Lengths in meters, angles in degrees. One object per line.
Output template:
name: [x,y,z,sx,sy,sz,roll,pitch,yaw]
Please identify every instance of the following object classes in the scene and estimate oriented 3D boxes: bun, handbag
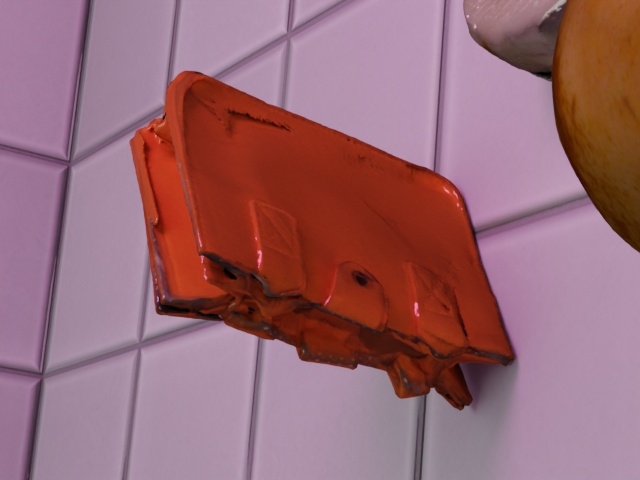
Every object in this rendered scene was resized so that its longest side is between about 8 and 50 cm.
bun: [0.258,-0.271,1.669,0.239,0.141,0.239,-36,43,43]
handbag: [0.000,0.000,1.725,0.116,0.410,0.303,-48,39,30]

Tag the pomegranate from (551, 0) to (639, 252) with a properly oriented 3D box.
pomegranate: [0.373,-0.141,1.193,0.417,0.417,0.416,-32,51,51]
